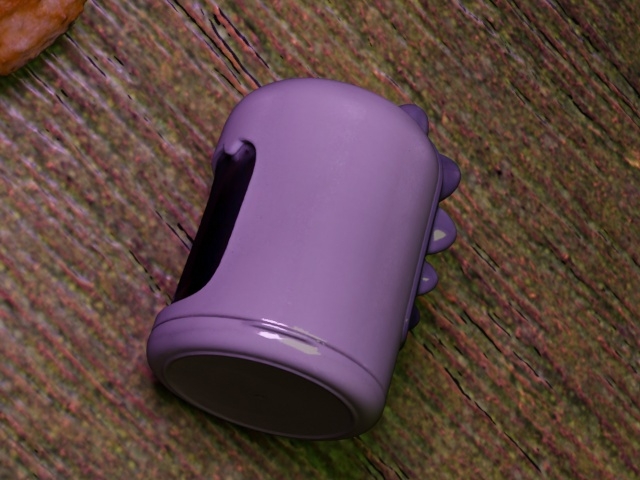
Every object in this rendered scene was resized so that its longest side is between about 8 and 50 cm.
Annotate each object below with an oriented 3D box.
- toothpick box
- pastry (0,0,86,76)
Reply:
[{"bbox_3d":[0.000,0.000,1.582,0.229,0.229,0.316,29,63,-23],"label":"toothpick box"},{"bbox_3d":[-0.301,-0.251,1.482,0.235,0.120,0.257,-22,123,-37],"label":"pastry"}]
